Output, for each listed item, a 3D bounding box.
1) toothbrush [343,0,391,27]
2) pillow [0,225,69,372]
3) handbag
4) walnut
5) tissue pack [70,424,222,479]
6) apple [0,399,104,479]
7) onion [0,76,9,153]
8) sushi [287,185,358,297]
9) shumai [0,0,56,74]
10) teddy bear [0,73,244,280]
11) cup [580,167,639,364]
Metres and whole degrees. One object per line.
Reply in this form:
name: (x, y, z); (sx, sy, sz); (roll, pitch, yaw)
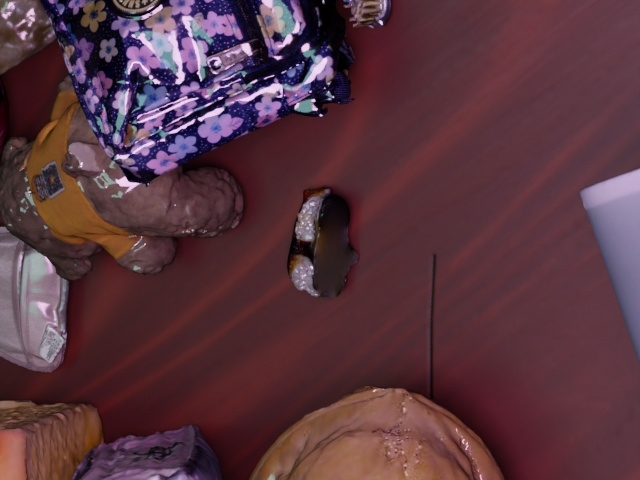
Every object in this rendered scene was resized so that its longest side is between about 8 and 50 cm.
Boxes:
toothbrush: (-0.023, -0.351, 1.336); (0.035, 0.042, 0.413); (-22, 84, 34)
pillow: (-0.308, 0.038, 1.583); (0.233, 0.038, 0.130); (10, 106, 32)
handbag: (-0.089, -0.165, 1.318); (0.208, 0.127, 0.228); (-25, 66, 4)
walnut: (0.037, 0.219, 1.295); (0.198, 0.198, 0.245); (21, 109, 29)
tissue pack: (-0.104, 0.333, 1.381); (0.122, 0.259, 0.361); (-12, 93, -4)
apple: (-0.260, 0.291, 1.481); (0.314, 0.252, 0.309); (-5, 89, 53)
onion: (-0.370, -0.090, 1.501); (0.195, 0.218, 0.140); (28, 139, 20)
sushi: (0.000, 0.000, 1.383); (0.046, 0.044, 0.083); (23, 109, 51)
shumai: (-0.318, -0.246, 1.404); (0.189, 0.256, 0.218); (-116, 4, -51)
teddy bear: (-0.179, -0.048, 1.434); (0.190, 0.140, 0.177); (-29, 85, 42)
cup: (0.362, 0.043, 1.047); (0.357, 0.259, 0.274); (-18, 89, 4)
